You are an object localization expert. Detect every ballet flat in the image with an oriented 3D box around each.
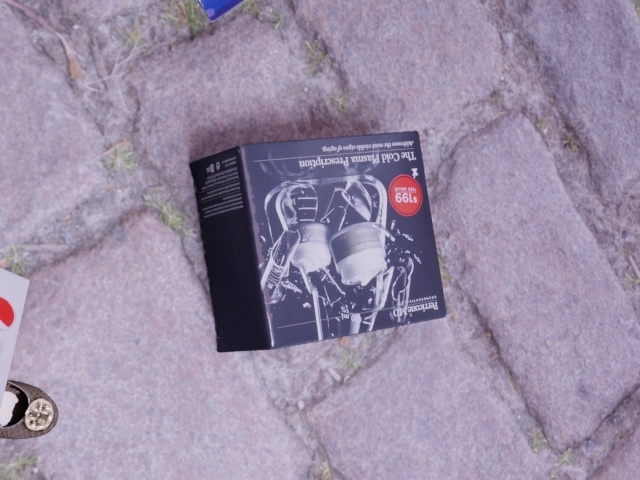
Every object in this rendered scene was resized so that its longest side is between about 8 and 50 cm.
[{"bbox_3d":[-0.475,0.215,1.632,0.250,0.058,0.084,26,71,-27],"label":"ballet flat"}]

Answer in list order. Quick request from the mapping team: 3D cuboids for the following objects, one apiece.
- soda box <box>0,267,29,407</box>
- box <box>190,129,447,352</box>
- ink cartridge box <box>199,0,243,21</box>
[{"bbox_3d":[-0.460,0.141,1.603,0.074,0.069,0.216,27,49,-29],"label":"soda box"},{"bbox_3d":[0.000,0.000,1.892,0.343,0.179,0.312,-8,89,-33],"label":"box"},{"bbox_3d":[-0.199,-0.537,1.909,0.165,0.065,0.332,-43,107,-30],"label":"ink cartridge box"}]
